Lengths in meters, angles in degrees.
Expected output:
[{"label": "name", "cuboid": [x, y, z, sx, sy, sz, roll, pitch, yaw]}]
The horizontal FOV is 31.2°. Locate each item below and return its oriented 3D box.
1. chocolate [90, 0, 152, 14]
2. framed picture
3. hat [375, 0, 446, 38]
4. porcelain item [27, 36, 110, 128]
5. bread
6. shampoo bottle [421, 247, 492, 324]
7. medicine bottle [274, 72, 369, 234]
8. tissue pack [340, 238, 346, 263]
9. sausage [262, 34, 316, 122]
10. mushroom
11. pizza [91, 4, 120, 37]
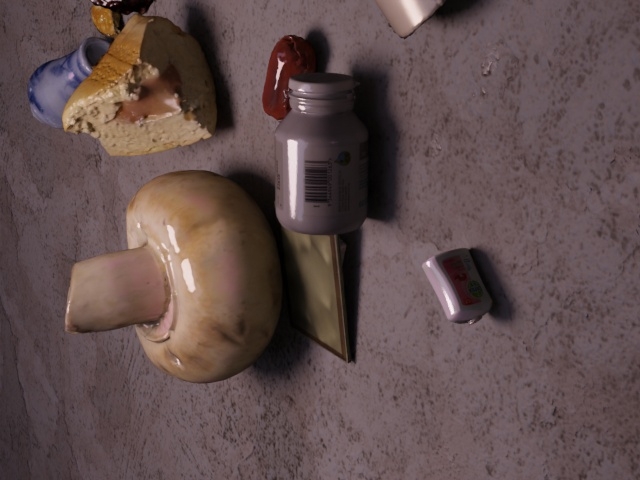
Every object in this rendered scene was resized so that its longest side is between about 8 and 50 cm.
[{"label": "chocolate", "cuboid": [-0.401, -0.512, 2.057, 0.206, 0.177, 0.224, 16, 115, 52]}, {"label": "framed picture", "cuboid": [-0.013, 0.064, 1.793, 0.173, 0.010, 0.231, 28, 131, 50]}, {"label": "hat", "cuboid": [0.073, -0.385, 1.435, 0.232, 0.161, 0.275, -35, 74, 58]}, {"label": "porcelain item", "cuboid": [-0.501, -0.314, 2.310, 0.259, 0.141, 0.141, -26, 78, 46]}, {"label": "bread", "cuboid": [-0.305, -0.273, 1.968, 0.224, 0.184, 0.211, -18, 53, 32]}, {"label": "shampoo bottle", "cuboid": [0.181, 0.063, 1.488, 0.043, 0.072, 0.099, -45, 64, 50]}, {"label": "medicine bottle", "cuboid": [0.002, -0.126, 1.632, 0.135, 0.135, 0.215, 23, 118, 50]}, {"label": "tissue pack", "cuboid": [0.000, 0.000, 1.773, 0.108, 0.023, 0.056, 46, 137, 37]}, {"label": "sausage", "cuboid": [-0.046, -0.243, 1.721, 0.076, 0.076, 0.141, 42, 134, 40]}, {"label": "mushroom", "cuboid": [-0.231, 0.052, 1.905, 0.353, 0.353, 0.325, -41, 32, 52]}, {"label": "pizza", "cuboid": [-0.410, -0.450, 2.221, 0.123, 0.026, 0.108, 38, 127, 46]}]
